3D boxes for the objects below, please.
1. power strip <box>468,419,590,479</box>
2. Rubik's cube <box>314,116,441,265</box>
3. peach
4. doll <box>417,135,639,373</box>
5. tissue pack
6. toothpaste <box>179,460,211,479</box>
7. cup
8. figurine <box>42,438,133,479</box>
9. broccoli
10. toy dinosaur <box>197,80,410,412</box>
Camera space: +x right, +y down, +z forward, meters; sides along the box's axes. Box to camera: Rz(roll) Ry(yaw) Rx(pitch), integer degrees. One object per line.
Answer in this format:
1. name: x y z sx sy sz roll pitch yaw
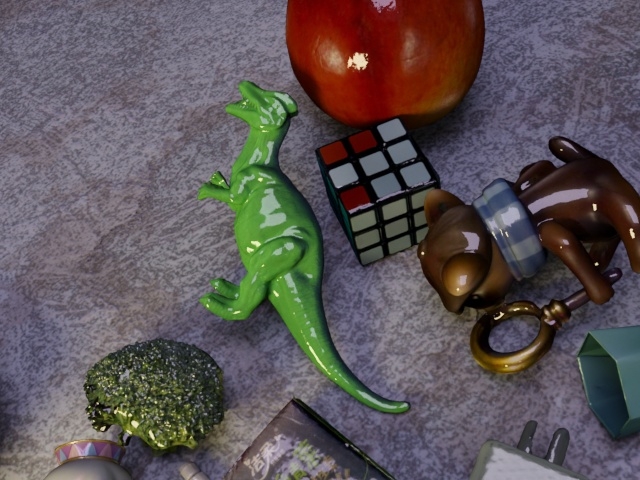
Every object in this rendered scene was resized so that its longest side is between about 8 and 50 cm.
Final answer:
1. power strip: 0.256 0.341 0.916 0.139 0.140 0.224 18 62 23
2. Rubik's cube: 0.101 -0.082 1.210 0.163 0.160 0.162 -21 55 -2
3. peach: 0.110 -0.391 1.282 0.388 0.388 0.388 -6 57 9
4. doll: 0.320 0.006 1.082 0.340 0.209 0.318 -22 52 1
5. tissue pack: -0.003 0.355 1.003 0.235 0.073 0.173 33 69 29
6. toothpaste: -0.140 0.393 1.036 0.048 0.031 0.190 -40 61 -17
7. cup: 0.493 0.171 0.976 0.236 0.134 0.148 -12 28 -1
8. figurine: -0.326 0.417 0.988 0.142 0.189 0.263 10 52 -23
9. broccoli: -0.252 0.234 1.082 0.226 0.198 0.176 -29 88 26
10. toy dinosaur: 0.000 0.000 1.160 0.500 0.144 0.374 28 89 14
